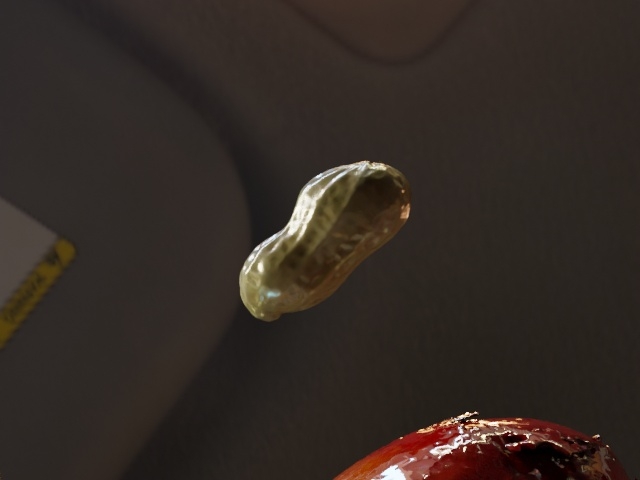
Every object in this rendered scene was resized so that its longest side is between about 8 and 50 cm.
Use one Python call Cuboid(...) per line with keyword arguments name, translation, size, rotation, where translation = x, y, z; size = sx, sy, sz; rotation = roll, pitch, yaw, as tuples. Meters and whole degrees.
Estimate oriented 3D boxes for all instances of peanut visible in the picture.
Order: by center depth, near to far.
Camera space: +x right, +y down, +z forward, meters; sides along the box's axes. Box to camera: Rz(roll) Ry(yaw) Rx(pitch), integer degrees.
Cuboid(name="peanut", translation=(0.000, 0.000, 1.624), size=(0.098, 0.090, 0.214), rotation=(44, -74, -3))

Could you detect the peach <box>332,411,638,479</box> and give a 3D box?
Cuboid(name="peach", translation=(0.120, 0.312, 1.334), size=(0.370, 0.370, 0.370), rotation=(-2, -121, 4))
